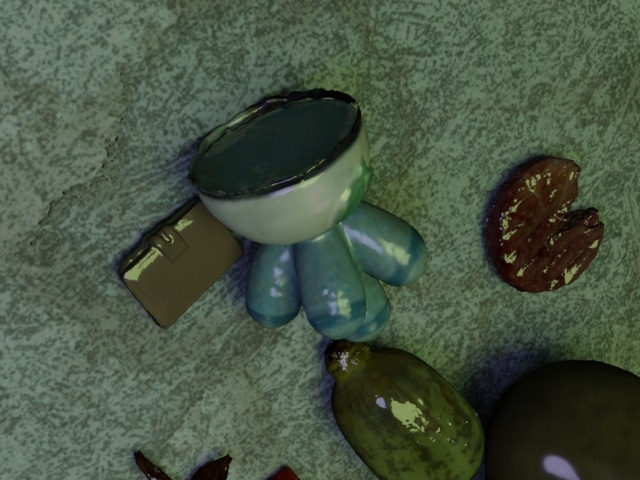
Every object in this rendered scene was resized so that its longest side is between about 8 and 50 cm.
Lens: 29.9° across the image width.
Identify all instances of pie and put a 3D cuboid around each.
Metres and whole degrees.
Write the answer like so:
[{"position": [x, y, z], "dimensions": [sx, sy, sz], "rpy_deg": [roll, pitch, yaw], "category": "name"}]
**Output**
[{"position": [0.340, -0.022, 1.824], "dimensions": [0.204, 0.054, 0.218], "rpy_deg": [-28, 120, -21], "category": "pie"}]

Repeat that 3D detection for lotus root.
[{"position": [0.114, 0.257, 1.726], "dimensions": [0.173, 0.173, 0.309], "rpy_deg": [-49, 115, -9], "category": "lotus root"}]

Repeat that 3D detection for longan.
[{"position": [0.407, 0.378, 1.816], "dimensions": [0.405, 0.336, 0.404], "rpy_deg": [-4, 97, -37], "category": "longan"}]

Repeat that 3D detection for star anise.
[{"position": [-0.173, 0.367, 1.594], "dimensions": [0.141, 0.144, 0.158], "rpy_deg": [0, 106, -22], "category": "star anise"}]

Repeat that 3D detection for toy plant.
[{"position": [0.000, 0.000, 1.532], "dimensions": [0.247, 0.247, 0.332], "rpy_deg": [-34, 121, -17], "category": "toy plant"}]

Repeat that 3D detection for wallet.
[{"position": [-0.180, 0.027, 1.540], "dimensions": [0.153, 0.039, 0.118], "rpy_deg": [-42, 125, -16], "category": "wallet"}]

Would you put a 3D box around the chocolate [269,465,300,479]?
[{"position": [-0.068, 0.489, 1.712], "dimensions": [0.237, 0.108, 0.234], "rpy_deg": [-36, 118, -15], "category": "chocolate"}]
